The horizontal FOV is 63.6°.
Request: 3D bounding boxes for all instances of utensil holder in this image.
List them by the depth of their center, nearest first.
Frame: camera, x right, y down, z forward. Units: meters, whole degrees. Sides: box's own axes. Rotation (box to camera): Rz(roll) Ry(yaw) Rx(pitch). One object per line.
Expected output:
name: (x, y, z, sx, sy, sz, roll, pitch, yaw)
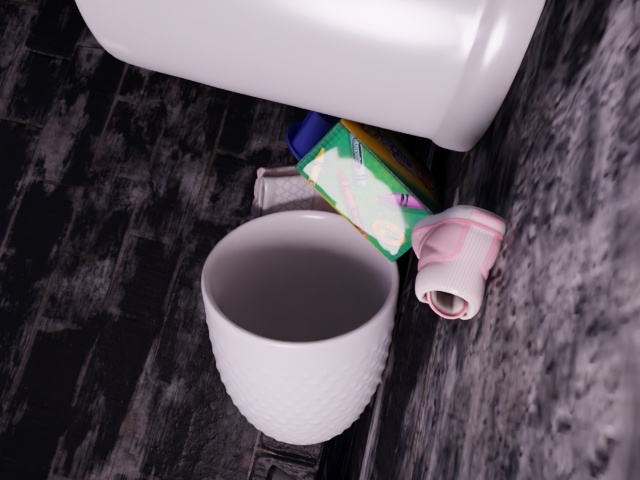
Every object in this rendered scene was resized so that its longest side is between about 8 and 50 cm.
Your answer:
utensil holder: (0.002, -0.290, 0.519, 0.327, 0.386, 0.327, 13, -90, -86)

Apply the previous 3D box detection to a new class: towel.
towel: (0.016, 0.016, 0.954, 0.053, 0.317, 0.331, 52, 139, 48)

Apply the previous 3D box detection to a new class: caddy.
caddy: (0.081, -0.237, 1.354, 0.179, 0.342, 0.241, -57, 9, 38)

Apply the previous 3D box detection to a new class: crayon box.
crayon box: (0.073, -0.099, 0.718, 0.081, 0.165, 0.278, -43, 9, 21)

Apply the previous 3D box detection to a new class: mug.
mug: (0.003, 0.139, 0.847, 0.374, 0.276, 0.327, -36, -38, -36)

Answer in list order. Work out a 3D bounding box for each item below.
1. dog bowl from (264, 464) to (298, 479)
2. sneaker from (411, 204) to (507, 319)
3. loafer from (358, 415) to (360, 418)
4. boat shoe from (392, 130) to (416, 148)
dog bowl: (-0.070, 0.613, 0.877, 0.408, 0.151, 0.407, 14, -90, -87)
sneaker: (0.089, 0.021, 0.379, 0.134, 0.051, 0.070, 108, -179, -83)
loafer: (0.052, 0.316, 1.096, 0.251, 0.095, 0.087, 129, 161, -78)
boat shoe: (0.212, -0.328, 1.306, 0.307, 0.111, 0.104, -85, 14, -50)
